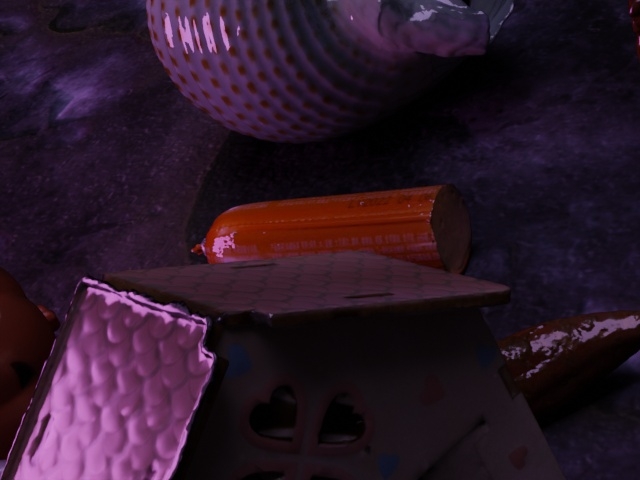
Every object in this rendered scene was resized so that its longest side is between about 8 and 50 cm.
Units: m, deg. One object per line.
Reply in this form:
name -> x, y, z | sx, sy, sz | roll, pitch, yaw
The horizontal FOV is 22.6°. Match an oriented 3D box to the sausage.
sausage -> 0.000, 0.000, 1.257 | 0.234, 0.071, 0.071 | -5, 33, 30

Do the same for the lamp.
lamp -> -0.260, 0.095, 1.159 | 0.164, 0.188, 0.187 | -32, 30, -25

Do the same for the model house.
model house -> -0.042, 0.127, 0.764 | 0.326, 0.244, 0.169 | -39, 30, -22

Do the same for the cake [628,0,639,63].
cake -> 0.377, -0.163, 1.142 | 0.293, 0.196, 0.199 | -10, 29, 24

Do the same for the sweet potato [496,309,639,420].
sweet potato -> 0.095, 0.110, 1.023 | 0.255, 0.058, 0.078 | -32, 50, -9

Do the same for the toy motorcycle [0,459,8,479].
toy motorcycle -> -0.180, 0.183, 1.031 | 0.254, 0.112, 0.112 | -11, 30, 16

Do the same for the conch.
conch -> 0.013, -0.207, 1.462 | 0.319, 0.215, 0.303 | 26, 53, 13
